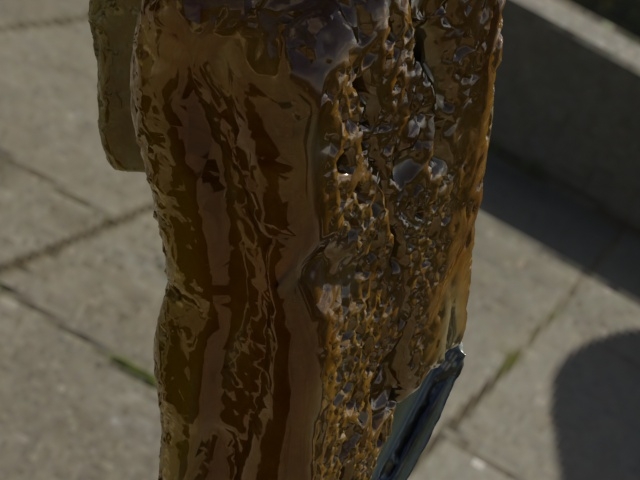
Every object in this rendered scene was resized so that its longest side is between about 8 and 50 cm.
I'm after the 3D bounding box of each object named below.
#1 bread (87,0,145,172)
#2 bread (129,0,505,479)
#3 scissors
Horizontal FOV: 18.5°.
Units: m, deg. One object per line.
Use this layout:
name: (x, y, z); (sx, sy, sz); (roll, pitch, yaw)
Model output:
bread: (-0.031, -0.103, 1.132); (0.196, 0.138, 0.102); (6, 14, 18)
bread: (0.000, 0.000, 0.900); (0.109, 0.380, 0.185); (28, 49, 25)
scissors: (0.011, 0.179, 1.236); (0.138, 0.289, 0.041); (26, -9, 36)
